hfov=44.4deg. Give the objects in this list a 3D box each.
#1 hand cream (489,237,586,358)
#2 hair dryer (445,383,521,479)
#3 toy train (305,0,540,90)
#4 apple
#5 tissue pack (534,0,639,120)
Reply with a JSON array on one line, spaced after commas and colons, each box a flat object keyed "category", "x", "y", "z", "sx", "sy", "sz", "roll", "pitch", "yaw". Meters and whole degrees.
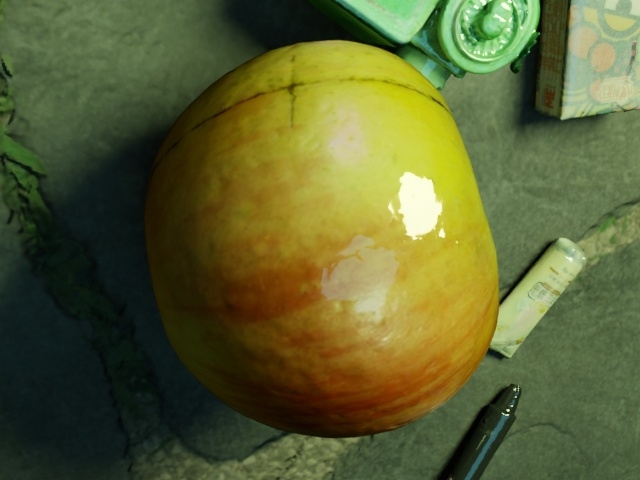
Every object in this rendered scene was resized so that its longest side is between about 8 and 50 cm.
[{"category": "hand cream", "x": 0.222, "y": 0.060, "z": 0.824, "sx": 0.061, "sy": 0.039, "sz": 0.143, "roll": 28, "pitch": 103, "yaw": -30}, {"category": "hair dryer", "x": 0.168, "y": 0.274, "z": 0.881, "sx": 0.114, "sy": 0.070, "sz": 0.248, "roll": 30, "pitch": 89, "yaw": -27}, {"category": "toy train", "x": 0.102, "y": -0.241, "z": 0.608, "sx": 0.188, "sy": 0.132, "sz": 0.243, "roll": 32, "pitch": 97, "yaw": -20}, {"category": "apple", "x": 0.000, "y": 0.000, "z": 0.580, "sx": 0.233, "sy": 0.286, "sz": 0.286, "roll": -16, "pitch": 117, "yaw": 6}, {"category": "tissue pack", "x": 0.258, "y": -0.191, "z": 0.721, "sx": 0.109, "sy": 0.060, "sz": 0.148, "roll": -8, "pitch": 112, "yaw": -16}]
